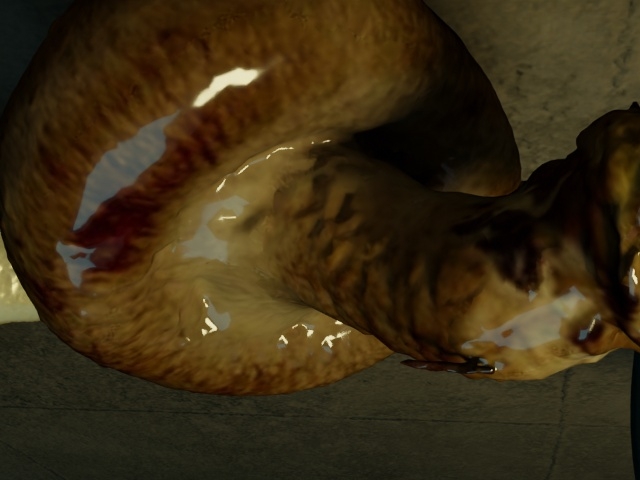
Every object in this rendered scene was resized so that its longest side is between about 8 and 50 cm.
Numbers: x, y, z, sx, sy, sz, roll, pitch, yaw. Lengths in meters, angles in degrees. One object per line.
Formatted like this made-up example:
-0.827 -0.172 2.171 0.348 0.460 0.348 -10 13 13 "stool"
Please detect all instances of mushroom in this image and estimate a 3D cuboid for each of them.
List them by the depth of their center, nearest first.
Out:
0.004 0.001 0.561 0.334 0.356 0.331 -38 159 7 "mushroom"

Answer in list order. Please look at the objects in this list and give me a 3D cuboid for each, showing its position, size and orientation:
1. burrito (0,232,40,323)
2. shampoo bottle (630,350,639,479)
-0.169 0.010 0.799 0.332 0.190 0.135 14 116 -21 "burrito"
0.468 0.137 0.725 0.343 0.331 0.331 5 153 -2 "shampoo bottle"
